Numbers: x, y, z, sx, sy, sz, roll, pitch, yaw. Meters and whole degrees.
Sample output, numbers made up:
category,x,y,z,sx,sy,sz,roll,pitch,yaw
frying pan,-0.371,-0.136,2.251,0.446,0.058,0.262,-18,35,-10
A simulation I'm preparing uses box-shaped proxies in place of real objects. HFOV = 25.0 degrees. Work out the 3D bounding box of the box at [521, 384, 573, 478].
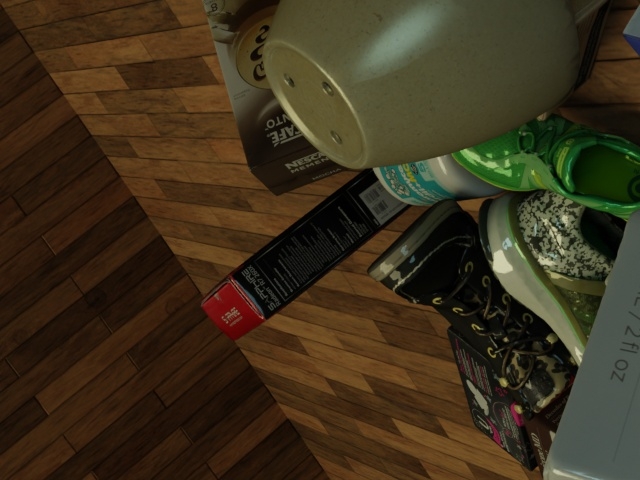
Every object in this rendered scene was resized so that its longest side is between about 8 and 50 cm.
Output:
category,x,y,z,sx,sy,sz,roll,pitch,yaw
box,0.432,0.294,2.093,0.203,0.167,0.168,32,154,44

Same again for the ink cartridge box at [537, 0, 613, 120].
category,x,y,z,sx,sy,sz,roll,pitch,yaw
ink cartridge box,0.209,-0.279,1.643,0.235,0.088,0.193,44,162,18

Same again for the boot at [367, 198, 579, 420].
category,x,y,z,sx,sy,sz,roll,pitch,yaw
boot,0.218,0.095,1.891,0.284,0.138,0.377,50,-170,12

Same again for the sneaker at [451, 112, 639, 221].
category,x,y,z,sx,sy,sz,roll,pitch,yaw
sneaker,0.288,-0.100,1.684,0.296,0.109,0.123,18,175,25

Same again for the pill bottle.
category,x,y,z,sx,sy,sz,roll,pitch,yaw
pill bottle,0.163,-0.123,1.956,0.146,0.146,0.264,54,161,-11

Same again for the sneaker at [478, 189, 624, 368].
category,x,y,z,sx,sy,sz,roll,pitch,yaw
sneaker,0.387,0.070,1.822,0.410,0.158,0.182,41,132,-19

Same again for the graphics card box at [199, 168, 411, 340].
category,x,y,z,sx,sy,sz,roll,pitch,yaw
graphics card box,0.000,0.000,2.211,0.094,0.371,0.233,51,160,0

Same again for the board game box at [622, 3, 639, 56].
category,x,y,z,sx,sy,sz,roll,pitch,yaw
board game box,0.469,-0.089,1.275,0.318,0.066,0.319,37,174,-40

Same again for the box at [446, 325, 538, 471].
category,x,y,z,sx,sy,sz,roll,pitch,yaw
box,0.312,0.197,2.193,0.142,0.163,0.247,39,158,41

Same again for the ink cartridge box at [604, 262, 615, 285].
category,x,y,z,sx,sy,sz,roll,pitch,yaw
ink cartridge box,0.452,0.056,1.662,0.153,0.087,0.208,38,164,-19

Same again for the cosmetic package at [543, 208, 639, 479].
category,x,y,z,sx,sy,sz,roll,pitch,yaw
cosmetic package,0.460,0.219,1.446,0.394,0.329,0.327,13,146,19

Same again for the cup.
category,x,y,z,sx,sy,sz,roll,pitch,yaw
cup,0.079,-0.212,1.563,0.331,0.237,0.331,43,160,20

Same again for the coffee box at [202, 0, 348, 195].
category,x,y,z,sx,sy,sz,roll,pitch,yaw
coffee box,-0.040,-0.232,1.959,0.119,0.168,0.297,45,-153,-67
